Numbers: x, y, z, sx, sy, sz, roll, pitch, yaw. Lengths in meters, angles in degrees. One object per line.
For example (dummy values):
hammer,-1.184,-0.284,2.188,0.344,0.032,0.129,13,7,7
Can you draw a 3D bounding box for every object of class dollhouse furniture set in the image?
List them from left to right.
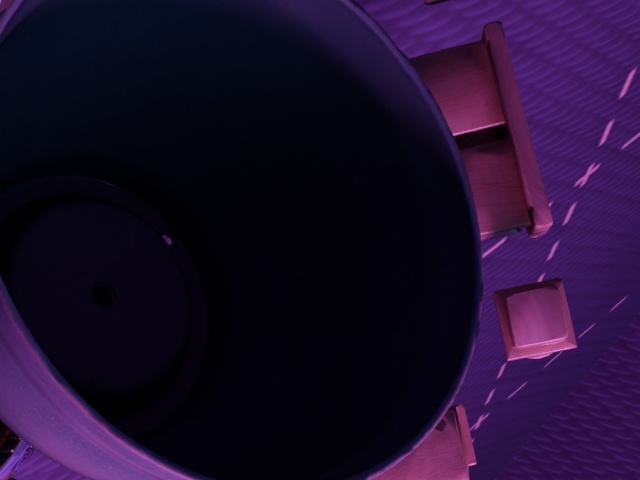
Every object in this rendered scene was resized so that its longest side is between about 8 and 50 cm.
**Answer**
dollhouse furniture set,0.000,0.000,0.907,0.303,0.356,0.174,-12,172,5

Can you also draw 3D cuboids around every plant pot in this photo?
plant pot,-0.086,0.009,0.697,0.293,0.293,0.196,-26,178,-42

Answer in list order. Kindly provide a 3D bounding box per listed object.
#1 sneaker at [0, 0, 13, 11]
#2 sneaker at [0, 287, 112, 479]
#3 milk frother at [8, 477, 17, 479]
sneaker,-0.230,-0.063,0.537,0.125,0.104,0.262,8,121,-43
sneaker,-0.180,0.067,0.816,0.221,0.083,0.087,-54,173,-26
milk frother,-0.278,0.231,0.946,0.134,0.129,0.143,11,161,-25
